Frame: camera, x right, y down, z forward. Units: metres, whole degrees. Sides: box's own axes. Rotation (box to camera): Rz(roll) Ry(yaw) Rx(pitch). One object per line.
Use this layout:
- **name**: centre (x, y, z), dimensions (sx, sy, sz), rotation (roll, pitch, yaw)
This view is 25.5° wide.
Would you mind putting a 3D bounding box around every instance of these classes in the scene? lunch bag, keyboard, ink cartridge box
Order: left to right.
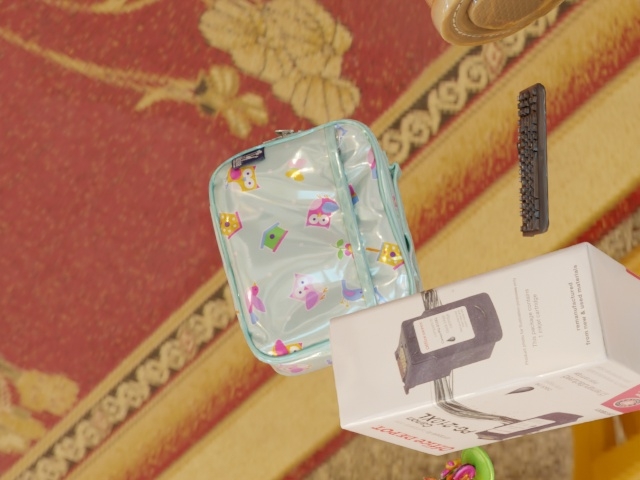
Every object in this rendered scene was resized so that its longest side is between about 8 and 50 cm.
- **lunch bag**: centre (0.000, 0.000, 1.641), dimensions (0.224, 0.108, 0.279), rotation (-19, 71, 12)
- **ink cartridge box**: centre (0.151, 0.097, 1.157), dimensions (0.237, 0.100, 0.172), rotation (-18, 155, 29)
- **keyboard**: centre (0.255, -0.095, 1.724), dimensions (0.023, 0.108, 0.180), rotation (0, 87, -5)

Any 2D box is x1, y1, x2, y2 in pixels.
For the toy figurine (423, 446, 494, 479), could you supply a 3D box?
- **toy figurine**: centre (0.167, 0.396, 2.081), dimensions (0.159, 0.130, 0.173), rotation (-17, 131, -31)

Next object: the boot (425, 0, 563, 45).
- **boot**: centre (0.086, -0.237, 0.720), dimensions (0.220, 0.283, 0.109), rotation (47, 148, 3)
